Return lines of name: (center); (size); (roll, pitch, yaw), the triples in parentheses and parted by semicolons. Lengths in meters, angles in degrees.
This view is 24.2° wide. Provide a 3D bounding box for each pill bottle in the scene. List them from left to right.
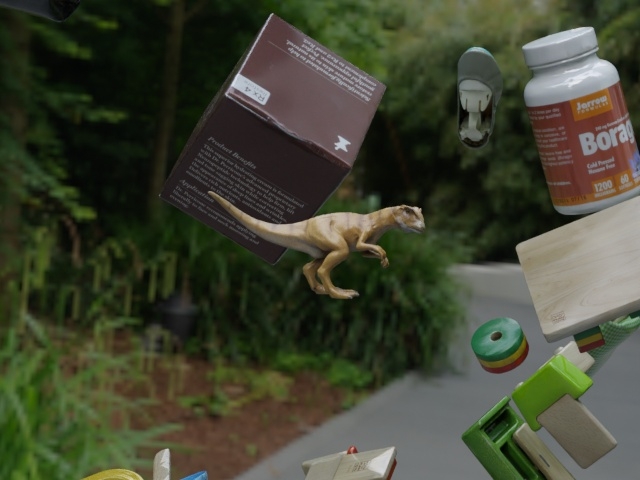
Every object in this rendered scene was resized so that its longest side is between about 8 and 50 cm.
pill bottle: (0.324, -0.150, 1.865); (0.121, 0.216, 0.121); (-17, 12, 4)

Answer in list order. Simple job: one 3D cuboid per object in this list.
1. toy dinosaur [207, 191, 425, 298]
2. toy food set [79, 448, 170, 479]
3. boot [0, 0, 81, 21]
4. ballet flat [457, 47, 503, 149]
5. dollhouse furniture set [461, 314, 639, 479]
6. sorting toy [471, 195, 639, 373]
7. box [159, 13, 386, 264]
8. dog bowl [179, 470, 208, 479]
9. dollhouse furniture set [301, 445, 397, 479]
toy dinosaur: (0.000, 0.000, 1.491); (0.212, 0.112, 0.064); (-2, 6, 5)
toy food set: (-0.288, 0.380, 2.018); (0.218, 0.071, 0.128); (-20, 37, 1)
boot: (-0.435, -0.265, 1.482); (0.445, 0.367, 0.146); (8, 14, 15)
ballet flat: (0.247, -0.215, 2.343); (0.072, 0.068, 0.213); (10, -28, 12)
dollhouse furniture set: (0.351, 0.204, 1.925); (0.197, 0.151, 0.301); (-47, -10, 37)
sorting toy: (0.260, 0.030, 1.309); (0.275, 0.046, 0.132); (-23, 35, 10)
box: (-0.057, -0.116, 1.764); (0.168, 0.167, 0.203); (32, -46, -8)
dog bowl: (-0.226, 0.322, 1.486); (0.297, 0.074, 0.166); (-28, -4, 21)
dollhouse furniture set: (0.069, 0.401, 1.924); (0.135, 0.259, 0.262); (-13, 22, 23)
